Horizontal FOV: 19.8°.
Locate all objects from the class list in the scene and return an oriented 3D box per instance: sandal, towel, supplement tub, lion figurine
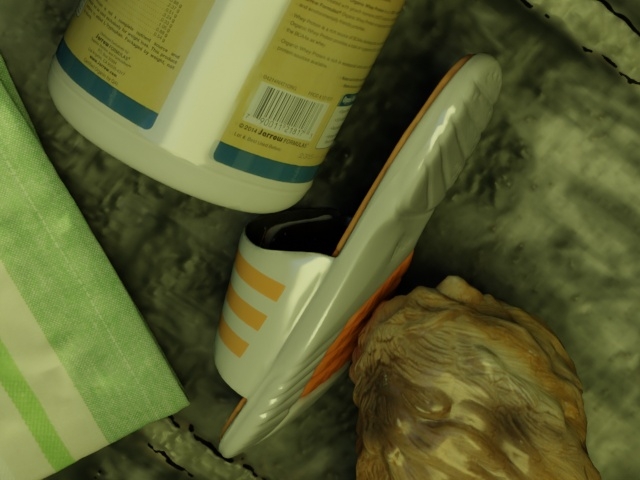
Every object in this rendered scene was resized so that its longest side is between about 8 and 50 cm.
[{"bbox_3d":[0.005,-0.003,0.975,0.076,0.102,0.265,37,113,15],"label":"sandal"},{"bbox_3d":[-0.269,0.061,0.985,0.325,0.038,0.248,-27,113,-1],"label":"towel"},{"bbox_3d":[-0.031,-0.129,0.892,0.144,0.144,0.199,24,105,-17],"label":"supplement tub"},{"bbox_3d":[0.037,0.220,1.031,0.240,0.142,0.392,32,99,-27],"label":"lion figurine"}]
